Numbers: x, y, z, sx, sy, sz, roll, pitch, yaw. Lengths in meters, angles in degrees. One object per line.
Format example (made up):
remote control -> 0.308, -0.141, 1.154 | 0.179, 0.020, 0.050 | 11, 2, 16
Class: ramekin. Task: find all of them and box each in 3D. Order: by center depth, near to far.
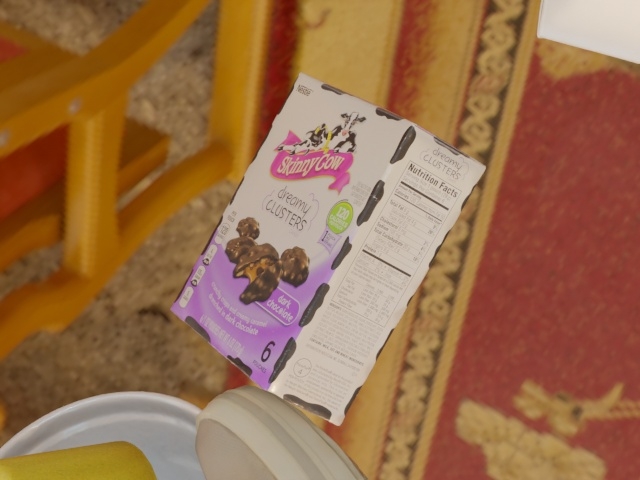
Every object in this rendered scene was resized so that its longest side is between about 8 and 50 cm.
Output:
ramekin -> -0.143, 0.219, 1.148 | 0.207, 0.207, 0.109 | 11, 140, 26

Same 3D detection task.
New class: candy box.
candy box -> 0.000, 0.000, 1.092 | 0.070, 0.196, 0.165 | 28, -178, -32

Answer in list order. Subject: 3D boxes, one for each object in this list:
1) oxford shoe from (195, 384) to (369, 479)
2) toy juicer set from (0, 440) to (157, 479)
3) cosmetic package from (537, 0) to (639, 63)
oxford shoe -> 0.031, 0.220, 0.635 | 0.449, 0.130, 0.169 | 53, 174, 45
toy juicer set -> -0.124, 0.257, 0.662 | 0.329, 0.089, 0.209 | -59, 43, 29
cosmetic package -> 0.362, -0.211, 1.168 | 0.365, 0.197, 0.155 | 17, 138, 16
